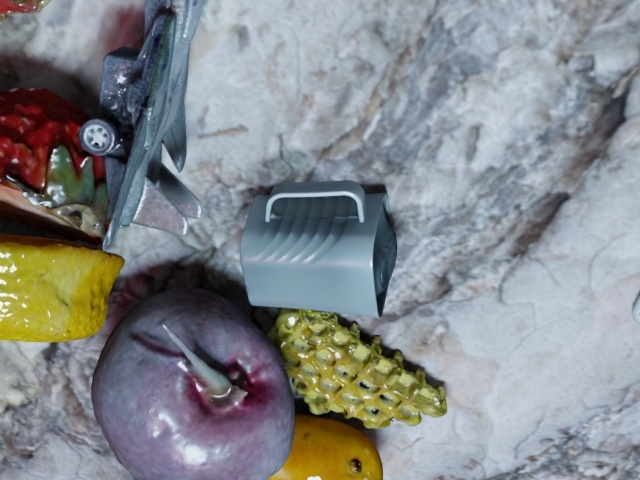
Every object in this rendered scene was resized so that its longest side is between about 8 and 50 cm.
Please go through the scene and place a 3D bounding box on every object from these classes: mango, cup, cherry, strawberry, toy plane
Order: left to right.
[{"bbox_3d":[-0.278,-0.081,1.037,0.236,0.111,0.190,11,167,24],"label":"strawberry"},{"bbox_3d":[-0.137,-0.136,0.944,0.088,0.212,0.267,7,111,7],"label":"toy plane"},{"bbox_3d":[-0.126,0.154,1.162,0.213,0.183,0.266,66,159,0],"label":"cherry"},{"bbox_3d":[-0.038,0.247,1.294,0.219,0.112,0.145,0,149,24],"label":"mango"},{"bbox_3d":[0.000,0.000,1.062,0.129,0.095,0.128,2,134,12],"label":"cup"}]

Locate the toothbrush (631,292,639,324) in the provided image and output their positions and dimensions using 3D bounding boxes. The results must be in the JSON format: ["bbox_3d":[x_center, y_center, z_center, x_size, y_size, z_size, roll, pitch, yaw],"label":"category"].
[{"bbox_3d":[0.331,-0.064,0.981,0.042,0.040,0.418,10,139,0],"label":"toothbrush"}]

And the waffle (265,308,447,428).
[{"bbox_3d":[0.033,0.127,1.213,0.160,0.046,0.192,-7,132,21],"label":"waffle"}]

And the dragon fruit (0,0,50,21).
[{"bbox_3d":[-0.302,-0.233,0.889,0.211,0.134,0.262,13,163,-22],"label":"dragon fruit"}]

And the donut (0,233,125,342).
[{"bbox_3d":[-0.304,0.031,1.073,0.253,0.118,0.253,1,176,0],"label":"donut"}]
